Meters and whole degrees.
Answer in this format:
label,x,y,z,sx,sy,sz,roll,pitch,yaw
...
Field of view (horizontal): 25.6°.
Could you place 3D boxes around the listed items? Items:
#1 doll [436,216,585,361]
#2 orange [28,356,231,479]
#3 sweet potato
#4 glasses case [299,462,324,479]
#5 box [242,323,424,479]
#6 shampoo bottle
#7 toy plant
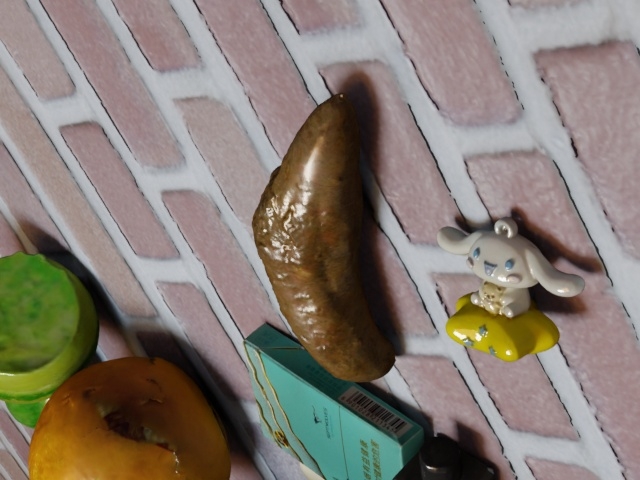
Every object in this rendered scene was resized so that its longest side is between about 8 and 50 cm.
label,x,y,z,sx,sy,sz,roll,pitch,yaw
doll,0.154,0.036,1.111,0.135,0.071,0.113,-10,99,50
orange,-0.225,0.261,1.692,0.246,0.246,0.246,33,147,25
sweet potato,-0.003,0.001,1.243,0.114,0.092,0.341,7,136,17
glasses case,0.009,0.270,1.606,0.083,0.021,0.032,15,137,44
box,0.018,0.200,1.484,0.229,0.041,0.162,30,145,35
shampoo bottle,0.127,0.288,1.410,0.080,0.079,0.246,27,144,33
toy plant,-0.372,0.157,1.848,0.224,0.184,0.316,62,166,19
